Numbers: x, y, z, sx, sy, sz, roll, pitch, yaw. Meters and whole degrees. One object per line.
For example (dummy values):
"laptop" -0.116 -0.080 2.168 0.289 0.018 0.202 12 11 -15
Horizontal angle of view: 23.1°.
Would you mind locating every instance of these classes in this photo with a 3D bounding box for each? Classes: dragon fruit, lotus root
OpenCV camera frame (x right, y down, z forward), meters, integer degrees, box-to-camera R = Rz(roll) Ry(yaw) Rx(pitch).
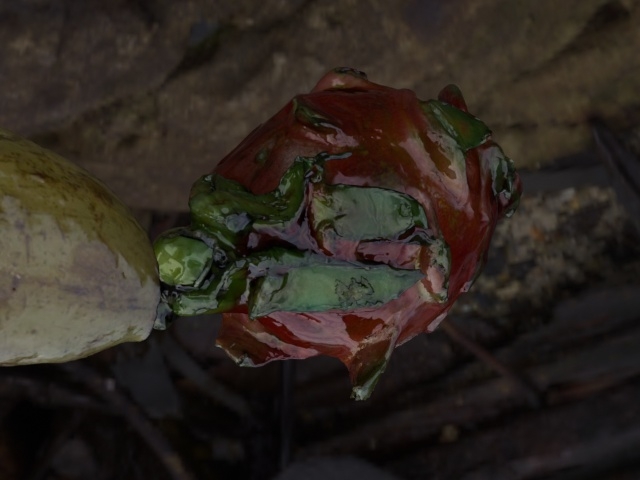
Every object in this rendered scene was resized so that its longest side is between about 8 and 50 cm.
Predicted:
"dragon fruit" 0.016 -0.009 0.943 0.200 0.269 0.198 -27 85 16
"lotus root" -0.187 -0.010 0.636 0.258 0.097 0.110 12 92 -20
